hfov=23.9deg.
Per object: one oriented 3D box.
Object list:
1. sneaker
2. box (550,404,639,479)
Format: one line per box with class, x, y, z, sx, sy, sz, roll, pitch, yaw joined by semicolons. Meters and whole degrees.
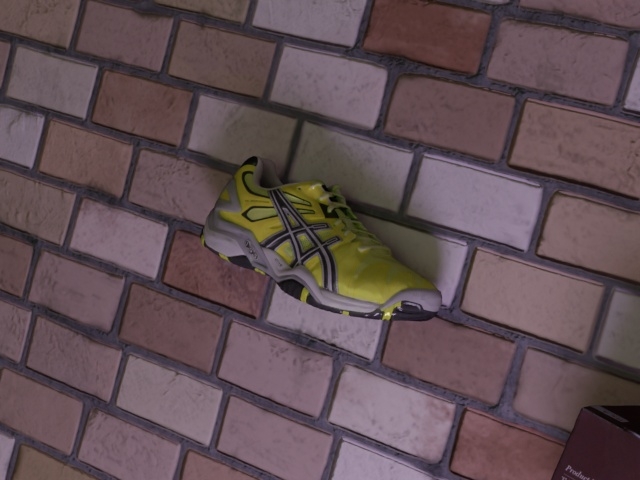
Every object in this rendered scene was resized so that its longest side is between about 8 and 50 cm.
sneaker;0.000;0.000;2.011;0.384;0.145;0.147;24;99;32
box;0.360;0.313;1.717;0.168;0.167;0.203;28;100;33
